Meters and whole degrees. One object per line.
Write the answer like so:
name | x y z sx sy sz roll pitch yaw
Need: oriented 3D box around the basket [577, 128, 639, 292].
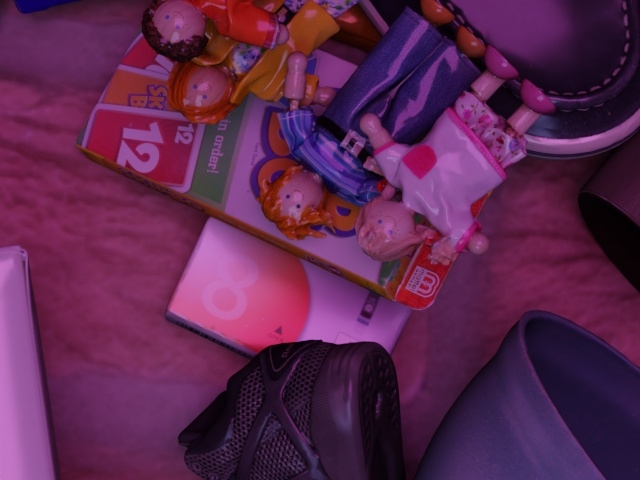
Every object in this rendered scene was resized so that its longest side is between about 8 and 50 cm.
basket | 0.291 -0.058 1.173 0.227 0.154 0.204 -40 98 -7

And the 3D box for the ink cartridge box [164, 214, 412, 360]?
ink cartridge box | 0.000 0.000 1.180 0.145 0.045 0.179 25 82 -3

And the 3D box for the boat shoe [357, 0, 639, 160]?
boat shoe | 0.076 -0.285 1.129 0.187 0.156 0.500 -21 86 -8

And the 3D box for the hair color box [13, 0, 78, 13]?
hair color box | -0.139 -0.332 1.156 0.185 0.110 0.339 -11 79 -1

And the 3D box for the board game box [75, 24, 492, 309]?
board game box | -0.019 -0.061 1.142 0.259 0.039 0.124 25 80 19

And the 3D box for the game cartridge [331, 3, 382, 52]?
game cartridge | 0.096 -0.254 1.225 0.324 0.052 0.285 20 80 -4

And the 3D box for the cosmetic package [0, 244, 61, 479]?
cosmetic package | -0.242 0.201 1.065 0.197 0.155 0.365 -7 82 -9

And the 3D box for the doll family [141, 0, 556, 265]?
doll family | 0.006 -0.090 1.073 0.263 0.118 0.163 44 93 1

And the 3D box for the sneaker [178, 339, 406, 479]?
sneaker | -0.014 0.169 1.138 0.130 0.087 0.227 3 110 30

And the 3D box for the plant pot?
plant pot | 0.157 0.214 1.068 0.293 0.293 0.196 44 105 1
